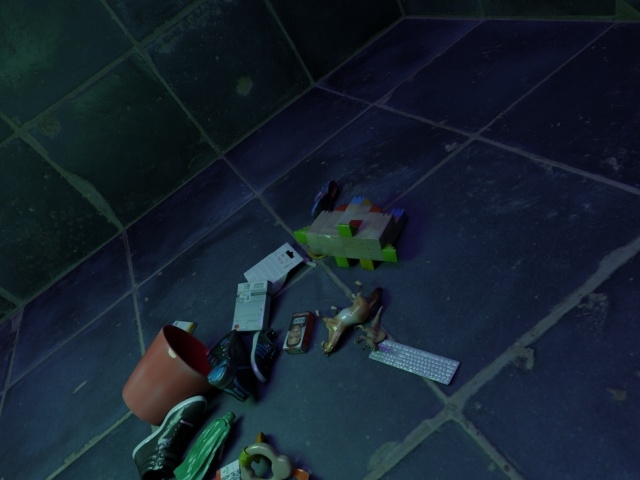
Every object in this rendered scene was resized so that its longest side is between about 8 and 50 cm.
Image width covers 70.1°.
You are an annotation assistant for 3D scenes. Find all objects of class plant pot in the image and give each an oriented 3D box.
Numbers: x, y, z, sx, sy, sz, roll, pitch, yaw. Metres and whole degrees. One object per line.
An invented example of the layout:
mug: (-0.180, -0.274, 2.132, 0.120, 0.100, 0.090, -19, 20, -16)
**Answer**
plant pot: (-0.505, 0.463, 1.534, 0.243, 0.275, 0.275, -49, 36, -2)

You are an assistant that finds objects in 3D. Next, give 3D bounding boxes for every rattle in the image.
rattle: (-0.106, 0.596, 1.224, 0.200, 0.143, 0.130, -3, 77, 16)

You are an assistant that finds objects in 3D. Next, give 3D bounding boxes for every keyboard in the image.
keyboard: (0.251, 0.328, 1.255, 0.256, 0.014, 0.072, 8, 53, 44)

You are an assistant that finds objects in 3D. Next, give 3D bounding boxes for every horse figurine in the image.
horse figurine: (0.089, 0.231, 1.458, 0.263, 0.066, 0.174, -34, 29, 5)

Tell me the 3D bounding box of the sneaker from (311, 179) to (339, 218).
sneaker: (0.010, -0.168, 1.990, 0.087, 0.083, 0.221, -21, 30, 42)

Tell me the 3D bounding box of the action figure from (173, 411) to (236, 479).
action figure: (-0.329, 0.615, 1.355, 0.137, 0.063, 0.232, 11, 59, 48)

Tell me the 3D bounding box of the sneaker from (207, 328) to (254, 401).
sneaker: (-0.295, 0.416, 1.522, 0.125, 0.139, 0.341, -43, 16, 4)

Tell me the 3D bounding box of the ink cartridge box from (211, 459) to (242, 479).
ink cartridge box: (-0.266, 0.668, 1.271, 0.115, 0.029, 0.063, -30, 36, 7)

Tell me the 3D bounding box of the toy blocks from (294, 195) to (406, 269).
toy blocks: (0.136, -0.057, 1.660, 0.381, 0.190, 0.261, 5, 41, 30)

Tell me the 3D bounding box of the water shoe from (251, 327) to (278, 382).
water shoe: (-0.181, 0.370, 1.511, 0.080, 0.073, 0.203, -25, 37, 10)

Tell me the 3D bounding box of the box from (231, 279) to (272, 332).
box: (-0.253, 0.246, 1.691, 0.145, 0.038, 0.186, -11, 62, 30)

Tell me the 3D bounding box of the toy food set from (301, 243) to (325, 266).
toy food set: (0.000, 0.000, 1.793, 0.218, 0.071, 0.128, -45, 36, -13)

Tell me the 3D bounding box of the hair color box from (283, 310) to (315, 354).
hair color box: (-0.069, 0.306, 1.519, 0.072, 0.043, 0.141, -13, 42, 27)

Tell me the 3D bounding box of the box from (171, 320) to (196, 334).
box: (-0.578, 0.373, 1.875, 0.136, 0.028, 0.081, -4, 45, 40)

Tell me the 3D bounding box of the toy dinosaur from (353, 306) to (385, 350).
toy dinosaur: (0.151, 0.281, 1.376, 0.093, 0.053, 0.183, -8, 31, 16)

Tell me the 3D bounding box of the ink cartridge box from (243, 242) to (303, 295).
ink cartridge box: (-0.181, 0.122, 1.825, 0.225, 0.056, 0.181, -35, 35, -9)

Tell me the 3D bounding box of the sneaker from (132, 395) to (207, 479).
sneaker: (-0.451, 0.628, 1.415, 0.296, 0.104, 0.147, -44, 37, -2)
